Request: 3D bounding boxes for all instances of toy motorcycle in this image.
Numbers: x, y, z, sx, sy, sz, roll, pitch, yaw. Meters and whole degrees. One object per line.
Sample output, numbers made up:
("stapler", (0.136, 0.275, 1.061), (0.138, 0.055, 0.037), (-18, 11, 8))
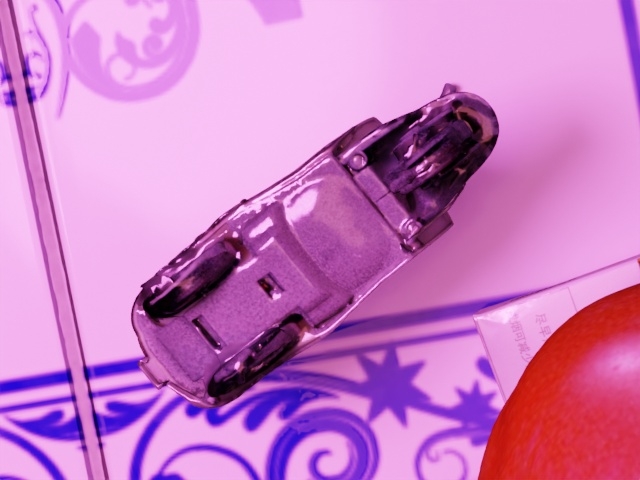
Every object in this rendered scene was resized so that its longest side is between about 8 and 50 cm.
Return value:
("toy motorcycle", (0.000, 0.000, 1.151), (0.263, 0.157, 0.091), (-38, 89, 16))

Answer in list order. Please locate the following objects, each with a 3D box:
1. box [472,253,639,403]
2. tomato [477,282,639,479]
("box", (0.177, 0.056, 1.173), (0.154, 0.040, 0.084), (-20, 89, 13))
("tomato", (0.231, 0.184, 1.035), (0.341, 0.273, 0.341), (-1, 107, -3))
